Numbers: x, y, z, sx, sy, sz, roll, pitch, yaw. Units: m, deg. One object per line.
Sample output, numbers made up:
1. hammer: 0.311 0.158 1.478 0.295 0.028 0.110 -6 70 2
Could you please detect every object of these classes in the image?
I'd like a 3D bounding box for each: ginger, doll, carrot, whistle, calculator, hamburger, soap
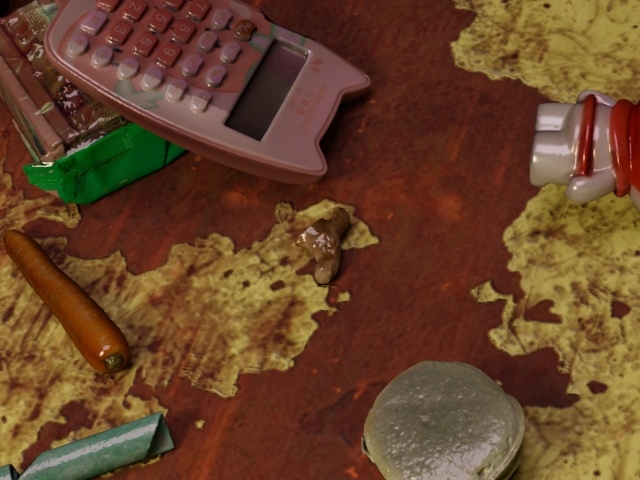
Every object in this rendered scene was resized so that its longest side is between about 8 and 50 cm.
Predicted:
1. ginger: -0.001 -0.001 1.555 0.048 0.030 0.097 0 46 14
2. doll: 0.337 -0.080 1.465 0.290 0.130 0.161 4 46 12
3. carrot: -0.250 0.053 1.571 0.043 0.043 0.248 -33 46 -16
4. whistle: -0.221 0.196 1.426 0.186 0.039 0.039 -19 45 -2
5. calculator: -0.123 -0.176 1.654 0.329 0.048 0.220 27 47 0
6. hamburger: 0.103 0.164 1.345 0.133 0.062 0.140 -34 49 -11
7. soap: -0.253 -0.171 1.747 0.217 0.098 0.273 -29 46 -11

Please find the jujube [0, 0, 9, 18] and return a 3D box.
1. jujube: -0.453 -0.283 1.850 0.197 0.197 0.290 0 62 16
